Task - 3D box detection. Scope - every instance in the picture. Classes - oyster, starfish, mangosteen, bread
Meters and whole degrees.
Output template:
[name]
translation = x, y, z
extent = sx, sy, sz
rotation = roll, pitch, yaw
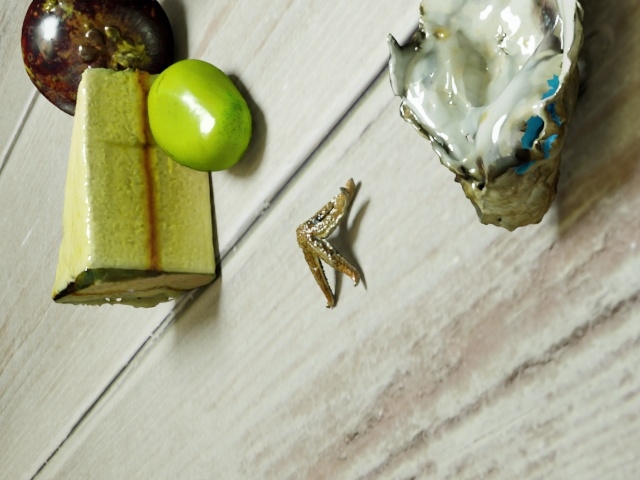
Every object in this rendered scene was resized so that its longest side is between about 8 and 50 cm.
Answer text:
[oyster]
translation = 0.142, -0.147, 0.967
extent = 0.223, 0.083, 0.214
rotation = -55, 47, 39
[starfish]
translation = -0.005, 0.002, 1.278
extent = 0.130, 0.041, 0.133
rotation = 11, 100, 62
[mangosteen]
translation = -0.288, -0.248, 1.650
extent = 0.217, 0.192, 0.192
rotation = -153, 66, -67
[bread]
translation = -0.232, -0.057, 1.576
extent = 0.163, 0.168, 0.264
rotation = -28, 62, 59

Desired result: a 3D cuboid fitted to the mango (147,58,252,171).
[mango]
translation = -0.140, -0.136, 1.470
extent = 0.117, 0.089, 0.163
rotation = -60, 40, 23
